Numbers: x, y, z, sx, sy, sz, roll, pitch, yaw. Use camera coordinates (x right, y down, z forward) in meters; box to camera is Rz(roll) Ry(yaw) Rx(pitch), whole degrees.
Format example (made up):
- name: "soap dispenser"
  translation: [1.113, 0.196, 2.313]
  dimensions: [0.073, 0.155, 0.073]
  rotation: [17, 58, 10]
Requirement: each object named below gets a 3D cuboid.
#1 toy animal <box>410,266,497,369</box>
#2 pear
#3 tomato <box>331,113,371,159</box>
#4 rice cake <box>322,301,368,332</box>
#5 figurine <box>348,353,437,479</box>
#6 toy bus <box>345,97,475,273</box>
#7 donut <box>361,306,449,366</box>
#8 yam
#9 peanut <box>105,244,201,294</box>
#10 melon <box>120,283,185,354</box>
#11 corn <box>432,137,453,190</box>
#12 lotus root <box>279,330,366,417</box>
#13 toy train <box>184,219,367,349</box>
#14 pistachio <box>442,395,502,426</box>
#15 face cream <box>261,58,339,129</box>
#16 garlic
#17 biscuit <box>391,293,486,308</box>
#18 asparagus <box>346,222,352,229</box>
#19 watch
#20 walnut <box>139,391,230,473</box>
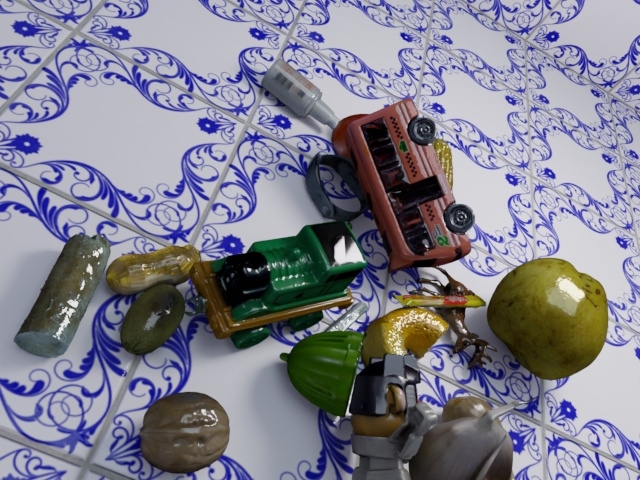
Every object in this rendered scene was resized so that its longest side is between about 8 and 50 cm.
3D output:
- name: "toy animal"
  translation: [0.360, 0.186, 1.672]
  dimensions: [0.260, 0.087, 0.243]
  rotation: [35, 46, 0]
- name: "pear"
  translation: [0.592, 0.190, 1.657]
  dimensions: [0.304, 0.304, 0.304]
  rotation: [17, 49, -21]
- name: "tomato"
  translation: [0.140, -0.309, 1.905]
  dimensions: [0.199, 0.112, 0.228]
  rotation: [6, 50, -27]
- name: "rice cake"
  translation: [0.046, 0.200, 1.494]
  dimensions: [0.033, 0.033, 0.208]
  rotation: [54, 44, 0]
- name: "figurine"
  translation: [0.126, 0.360, 1.241]
  dimensions: [0.143, 0.308, 0.308]
  rotation: [12, 50, -38]
- name: "toy bus"
  translation: [0.225, -0.130, 1.658]
  dimensions: [0.233, 0.203, 0.427]
  rotation: [-20, 81, -2]
- name: "donut"
  translation: [0.186, 0.235, 1.521]
  dimensions: [0.152, 0.101, 0.259]
  rotation: [41, 48, 10]
- name: "yam"
  translation: [-0.475, 0.094, 1.205]
  dimensions: [0.093, 0.093, 0.259]
  rotation: [24, 46, -15]
- name: "peanut"
  translation: [-0.340, 0.060, 1.321]
  dimensions: [0.207, 0.087, 0.087]
  rotation: [-14, 65, -37]
- name: "melon"
  translation: [-0.327, 0.154, 1.247]
  dimensions: [0.099, 0.099, 0.162]
  rotation: [35, 46, -4]
- name: "corn"
  translation: [0.332, -0.167, 1.897]
  dimensions: [0.131, 0.131, 0.344]
  rotation: [26, 47, -13]
- name: "lotus root"
  translation: [-0.005, 0.261, 1.342]
  dimensions: [0.186, 0.186, 0.186]
  rotation: [17, 49, -21]
- name: "toy train"
  translation: [-0.078, 0.082, 1.353]
  dimensions: [0.429, 0.249, 0.178]
  rotation: [-9, 62, -38]
- name: "pistachio"
  translation: [0.357, 0.431, 1.465]
  dimensions: [0.185, 0.108, 0.126]
  rotation: [45, 68, -4]
- name: "face cream"
  translation: [-0.048, -0.416, 1.872]
  dimensions: [0.252, 0.101, 0.101]
  rotation: [39, 45, -1]
- name: "garlic"
  translation: [0.306, 0.483, 1.256]
  dimensions: [0.246, 0.340, 0.231]
  rotation: [-5, 45, -3]
- name: "biscuit"
  translation: [0.299, 0.152, 1.593]
  dimensions: [0.292, 0.026, 0.048]
  rotation: [4, 20, -34]
- name: "asparagus"
  translation: [0.000, 0.000, 1.629]
  dimensions: [0.248, 0.025, 0.024]
  rotation: [-27, 88, -44]
- name: "watch"
  translation: [0.047, -0.150, 1.749]
  dimensions: [0.193, 0.068, 0.206]
  rotation: [-24, 73, -43]
- name: "walnut"
  translation: [-0.238, 0.339, 1.134]
  dimensions: [0.162, 0.140, 0.140]
  rotation: [2, 55, -20]
